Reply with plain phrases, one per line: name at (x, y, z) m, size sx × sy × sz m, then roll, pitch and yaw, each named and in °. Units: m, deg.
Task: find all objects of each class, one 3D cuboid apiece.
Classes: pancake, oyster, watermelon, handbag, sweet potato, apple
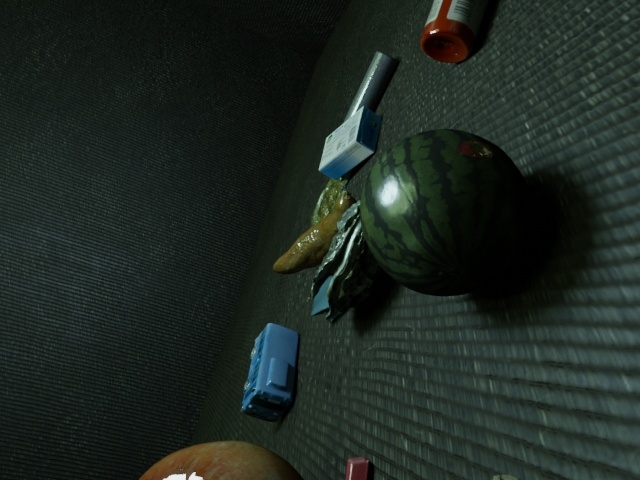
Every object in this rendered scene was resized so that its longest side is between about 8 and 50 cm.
pancake at (0.033, -0.124, 1.346) m, size 0.253 × 0.037 × 0.253 m, roll -55°, pitch 22°, yaw 34°
oyster at (0.088, 0.011, 0.809) m, size 0.351 × 0.158 × 0.162 m, roll -50°, pitch 20°, yaw 21°
watermelon at (0.152, -0.037, 0.528) m, size 0.212 × 0.213 × 0.211 m, roll -160°, pitch 90°, yaw -75°
handbag at (0.045, 0.079, 1.032) m, size 0.144 × 0.057 × 0.221 m, roll -45°, pitch 26°, yaw 41°
sweet potato at (0.004, -0.001, 1.002) m, size 0.341 × 0.114 × 0.092 m, roll -40°, pitch 54°, yaw 45°
apple at (-0.149, 0.502, 0.670) m, size 0.339 × 0.305 × 0.337 m, roll -11°, pitch 61°, yaw 21°

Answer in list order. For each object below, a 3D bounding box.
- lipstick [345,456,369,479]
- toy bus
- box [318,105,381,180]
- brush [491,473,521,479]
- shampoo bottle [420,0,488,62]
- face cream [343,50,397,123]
lipstick at (0.033, 0.464, 0.569) m, size 0.051 × 0.051 × 0.311 m, roll 123°, pitch 162°, yaw -55°
toy bus at (-0.134, 0.359, 1.150) m, size 0.133 × 0.116 × 0.233 m, roll -54°, pitch 20°, yaw 35°
box at (0.085, -0.288, 1.250) m, size 0.194 × 0.073 × 0.139 m, roll -29°, pitch 40°, yaw 52°
brush at (0.194, 0.294, 0.272) m, size 0.042 × 0.039 × 0.299 m, roll -63°, pitch 18°, yaw 19°
shampoo bottle at (0.292, -0.509, 0.834) m, size 0.104 × 0.105 × 0.277 m, roll -174°, pitch 104°, yaw -74°
face cream at (0.144, -0.442, 1.307) m, size 0.073 × 0.073 × 0.283 m, roll -103°, pitch 36°, yaw -63°
